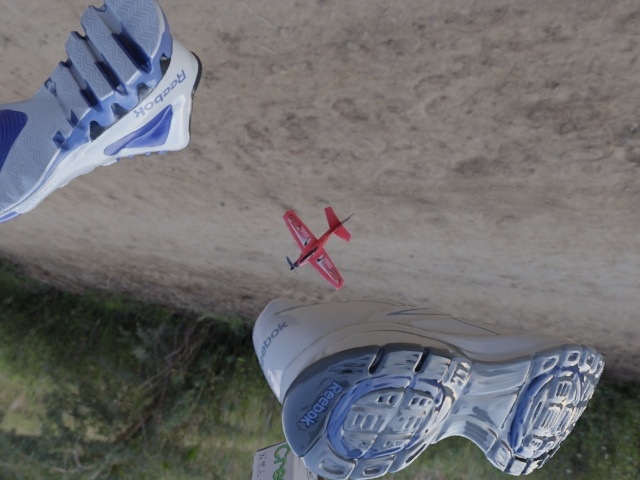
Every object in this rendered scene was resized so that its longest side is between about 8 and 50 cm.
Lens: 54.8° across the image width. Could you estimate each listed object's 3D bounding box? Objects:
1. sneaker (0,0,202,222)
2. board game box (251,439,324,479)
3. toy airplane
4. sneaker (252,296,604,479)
[{"bbox_3d":[-0.250,-0.128,0.723,0.315,0.127,0.182,-37,161,14],"label":"sneaker"},{"bbox_3d":[-0.005,0.353,0.534,0.053,0.305,0.193,-24,116,12],"label":"board game box"},{"bbox_3d":[0.000,0.000,0.985,0.151,0.151,0.028,28,158,-24],"label":"toy airplane"},{"bbox_3d":[0.088,0.086,0.439,0.297,0.111,0.129,16,-166,-34],"label":"sneaker"}]
